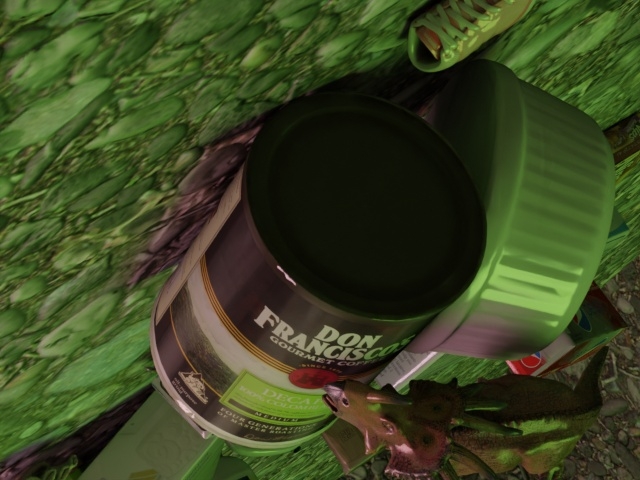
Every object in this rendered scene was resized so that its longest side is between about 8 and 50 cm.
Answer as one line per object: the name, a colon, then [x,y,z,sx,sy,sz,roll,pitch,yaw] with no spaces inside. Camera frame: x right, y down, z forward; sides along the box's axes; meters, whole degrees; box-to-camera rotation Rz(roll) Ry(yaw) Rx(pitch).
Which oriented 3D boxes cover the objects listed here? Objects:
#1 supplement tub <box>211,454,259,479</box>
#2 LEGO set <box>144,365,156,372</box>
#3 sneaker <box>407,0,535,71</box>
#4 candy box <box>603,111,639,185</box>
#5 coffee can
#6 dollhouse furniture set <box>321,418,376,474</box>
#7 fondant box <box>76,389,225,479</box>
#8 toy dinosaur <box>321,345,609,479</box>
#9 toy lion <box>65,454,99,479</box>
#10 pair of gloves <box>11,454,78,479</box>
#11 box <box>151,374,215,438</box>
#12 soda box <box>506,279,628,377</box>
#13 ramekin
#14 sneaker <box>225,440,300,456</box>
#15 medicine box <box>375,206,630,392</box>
supplement tub: [-0.148,0.449,2.335,0.235,0.325,0.235,-34,168,-8]
LEGO set: [-0.148,0.123,1.802,0.083,0.023,0.054,-36,168,1]
sneaker: [0.116,-0.175,1.309,0.070,0.051,0.134,-32,173,-42]
candy box: [0.391,-0.100,2.364,0.109,0.053,0.187,-29,168,-28]
coffee can: [-0.010,0.032,1.401,0.201,0.201,0.275,-28,166,-33]
dollhouse furniture set: [-0.016,0.238,2.224,0.129,0.184,0.129,-31,168,-18]
fondant box: [-0.225,0.309,2.004,0.238,0.096,0.330,-49,172,-20]
toy dinosaur: [0.146,0.155,1.398,0.295,0.127,0.200,-15,162,-18]
toy lion: [-0.299,0.292,2.037,0.100,0.034,0.096,-37,176,8]
pair of gloves: [-0.363,0.330,1.778,0.204,0.042,0.240,-42,-173,30]
box: [-0.049,0.118,1.851,0.169,0.087,0.290,-48,165,13]
soda box: [0.287,0.104,2.041,0.083,0.092,0.263,-40,166,19]
ramekin: [0.157,-0.017,1.497,0.127,0.273,0.273,17,147,-14]
sneaker: [-0.078,0.281,2.448,0.151,0.094,0.256,-41,166,37]
medicine box: [0.201,0.034,2.123,0.289,0.149,0.263,-44,166,33]
